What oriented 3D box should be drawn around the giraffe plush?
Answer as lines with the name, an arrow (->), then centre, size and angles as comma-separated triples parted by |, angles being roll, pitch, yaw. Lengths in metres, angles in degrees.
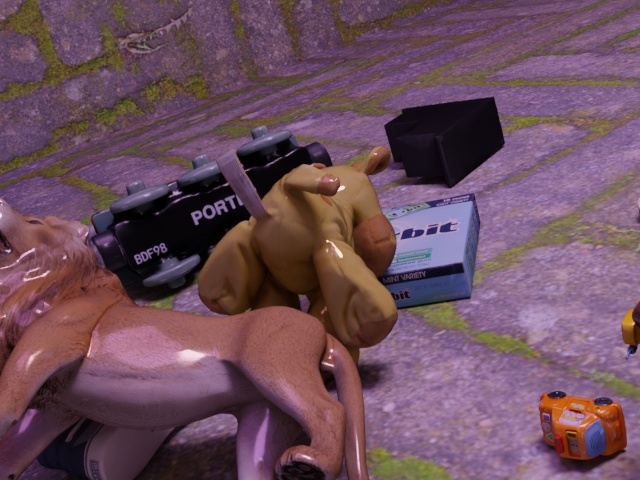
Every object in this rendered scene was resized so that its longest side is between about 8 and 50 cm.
giraffe plush -> 0.000, 0.000, 0.767 | 0.181, 0.210, 0.170 | -9, 14, 30

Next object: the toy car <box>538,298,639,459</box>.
toy car -> 0.162, 0.088, 0.526 | 0.060, 0.122, 0.040 | 21, 34, 33

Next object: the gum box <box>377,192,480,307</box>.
gum box -> 0.083, 0.013, 0.895 | 0.157, 0.041, 0.184 | -11, 21, 17

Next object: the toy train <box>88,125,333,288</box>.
toy train -> -0.147, -0.043, 1.119 | 0.334, 0.142, 0.190 | -26, 9, -20

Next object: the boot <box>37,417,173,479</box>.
boot -> -0.155, 0.129, 0.732 | 0.086, 0.069, 0.190 | 3, 28, 32

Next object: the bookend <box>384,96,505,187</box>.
bookend -> 0.149, -0.134, 1.194 | 0.156, 0.072, 0.157 | -1, 26, 41

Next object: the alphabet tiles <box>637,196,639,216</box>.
alphabet tiles -> 0.457, -0.054, 0.797 | 0.284, 0.021, 0.278 | 0, 23, 39

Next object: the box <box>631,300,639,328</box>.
box -> 0.334, 0.059, 0.334 | 0.191, 0.143, 0.381 | -47, 25, -2

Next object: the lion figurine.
lion figurine -> -0.114, 0.091, 0.625 | 0.392, 0.142, 0.240 | 14, 32, 8
